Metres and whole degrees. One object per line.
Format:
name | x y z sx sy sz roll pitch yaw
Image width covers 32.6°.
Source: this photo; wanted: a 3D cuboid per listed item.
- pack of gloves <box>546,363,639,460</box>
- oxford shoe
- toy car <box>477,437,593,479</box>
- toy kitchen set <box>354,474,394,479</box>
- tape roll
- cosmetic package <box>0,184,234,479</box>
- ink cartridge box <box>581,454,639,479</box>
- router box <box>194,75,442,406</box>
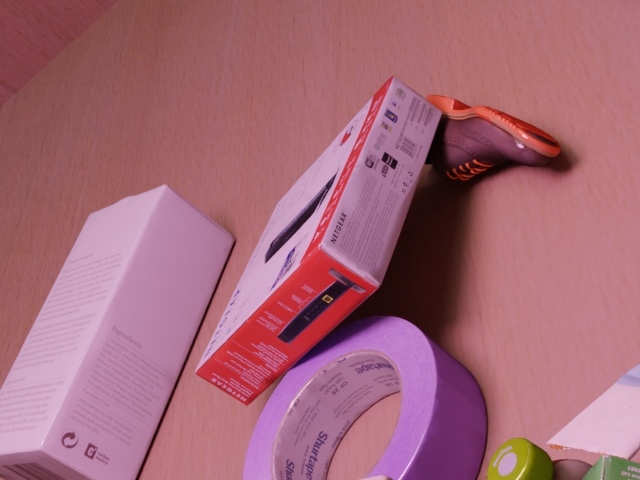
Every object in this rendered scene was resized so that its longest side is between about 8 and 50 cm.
pack of gloves | 0.332 0.130 0.894 0.232 0.046 0.195 -34 18 -32
oxford shoe | 0.200 -0.112 1.355 0.098 0.097 0.271 -68 23 4
toy car | 0.156 0.259 0.936 0.188 0.155 0.149 -18 42 57
toy kitchen set | 0.104 0.243 0.713 0.207 0.122 0.166 -24 39 41
tape roll | 0.043 0.220 1.180 0.275 0.090 0.275 -33 35 27
cosmetic package | -0.326 0.156 1.670 0.230 0.161 0.453 -15 45 45
ink cartridge box | 0.246 0.278 0.769 0.087 0.153 0.208 101 -173 -57
router box | 0.000 0.000 1.351 0.301 0.082 0.335 -46 15 42
